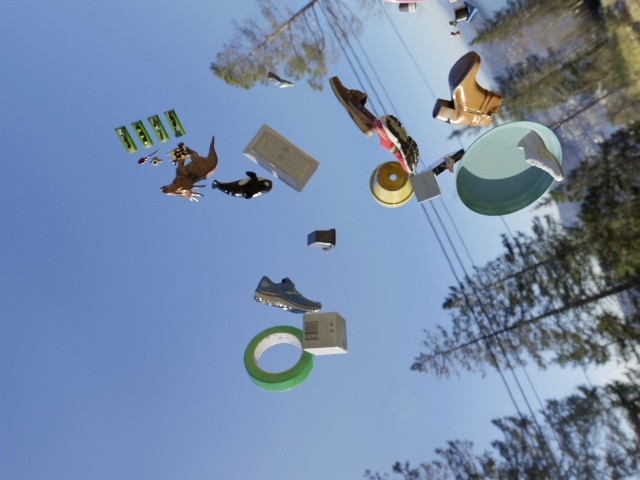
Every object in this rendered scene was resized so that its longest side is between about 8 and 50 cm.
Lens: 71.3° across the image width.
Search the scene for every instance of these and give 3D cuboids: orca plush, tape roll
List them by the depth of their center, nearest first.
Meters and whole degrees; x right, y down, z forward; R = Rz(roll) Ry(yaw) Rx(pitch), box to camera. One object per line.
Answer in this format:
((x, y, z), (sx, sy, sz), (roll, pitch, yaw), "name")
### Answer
((-0.190, 0.538, 2.057), (0.321, 0.321, 0.077), (-83, -11, -51), "tape roll")
((-0.356, -0.242, 2.086), (0.287, 0.151, 0.102), (8, -142, -31), "orca plush")

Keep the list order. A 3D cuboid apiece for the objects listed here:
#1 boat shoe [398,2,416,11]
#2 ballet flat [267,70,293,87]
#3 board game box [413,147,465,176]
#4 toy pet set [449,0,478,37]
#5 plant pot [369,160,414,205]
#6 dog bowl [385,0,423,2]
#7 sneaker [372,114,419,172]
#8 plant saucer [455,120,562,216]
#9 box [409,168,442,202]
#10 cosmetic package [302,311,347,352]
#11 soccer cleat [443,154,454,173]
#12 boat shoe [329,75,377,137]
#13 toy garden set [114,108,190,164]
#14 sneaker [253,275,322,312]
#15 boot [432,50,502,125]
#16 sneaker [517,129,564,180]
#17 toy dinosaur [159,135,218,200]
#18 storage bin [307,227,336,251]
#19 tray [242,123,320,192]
((0.360, -1.014, 1.838), (0.080, 0.076, 0.228), (61, -146, -54), "boat shoe")
((-0.165, -0.648, 1.819), (0.114, 0.041, 0.041), (27, -148, -5), "ballet flat")
((0.574, -0.359, 2.188), (0.042, 0.243, 0.165), (57, 168, -8), "board game box")
((0.437, -0.691, 1.361), (0.114, 0.065, 0.122), (-30, -69, -53), "toy pet set")
((0.386, -0.316, 2.388), (0.254, 0.254, 0.239), (63, -174, 7), "plant pot")
((0.292, -0.928, 1.505), (0.408, 0.408, 0.150), (-26, -59, -64), "dog bowl")
((0.310, -0.398, 1.841), (0.107, 0.118, 0.279), (-51, -61, -27), "sneaker")
((0.559, -0.216, 1.349), (0.317, 0.317, 0.044), (44, -157, -29), "plant saucer")
((0.382, -0.199, 1.615), (0.102, 0.087, 0.101), (67, -160, -3), "box")
((0.021, 0.399, 1.902), (0.184, 0.151, 0.151), (51, -145, -64), "cosmetic package")
((0.500, -0.293, 1.712), (0.029, 0.035, 0.083), (24, -135, -46), "soccer cleat")
((0.171, -0.655, 2.112), (0.342, 0.123, 0.123), (57, -164, 10), "boat shoe")
((-0.658, -0.387, 1.781), (0.049, 0.244, 0.204), (-111, 2, -53), "toy garden set")
((-0.135, 0.246, 2.041), (0.330, 0.130, 0.147), (22, -110, -23), "sneaker")
((0.550, -0.518, 1.570), (0.220, 0.283, 0.109), (6, -131, -12), "boot")
((0.574, -0.213, 1.162), (0.054, 0.061, 0.152), (-1, -122, -56), "sneaker")
((-0.467, -0.257, 1.683), (0.200, 0.296, 0.127), (33, 163, 46), "toy dinosaur")
((0.000, 0.000, 1.939), (0.091, 0.135, 0.098), (3, -101, -20), "storage bin")
((-0.148, -0.316, 1.692), (0.270, 0.145, 0.030), (35, 172, -1), "tray")
